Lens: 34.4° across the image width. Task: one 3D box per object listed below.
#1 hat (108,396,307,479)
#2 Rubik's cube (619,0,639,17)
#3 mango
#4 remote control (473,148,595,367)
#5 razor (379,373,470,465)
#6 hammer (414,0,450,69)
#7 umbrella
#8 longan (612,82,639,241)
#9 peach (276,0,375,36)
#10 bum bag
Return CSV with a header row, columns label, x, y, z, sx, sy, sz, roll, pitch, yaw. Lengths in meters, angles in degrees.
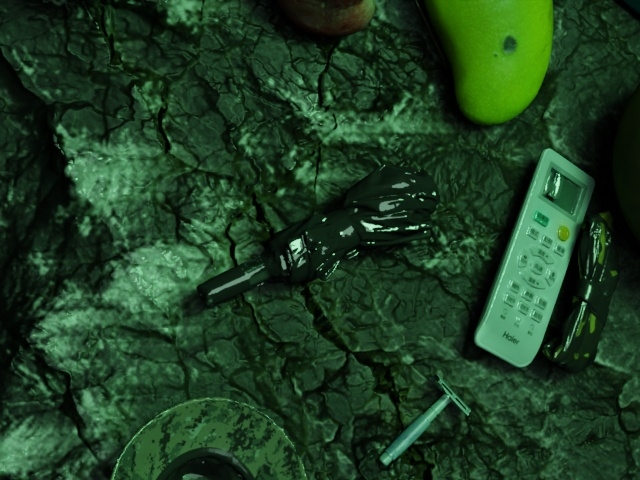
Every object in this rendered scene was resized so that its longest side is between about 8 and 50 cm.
label,x,y,z,sx,sy,sz,roll,pitch,yaw
hat,-0.145,0.328,1.243,0.265,0.128,0.266,7,69,-18
Rubik's cube,0.551,-0.441,1.432,0.250,0.248,0.246,36,79,-9
mango,0.229,-0.303,1.395,0.175,0.143,0.293,-11,97,-13
remote control,0.291,0.024,1.420,0.103,0.051,0.293,30,77,-26
razor,0.130,0.248,1.369,0.135,0.040,0.068,-44,96,-9
hammer,0.151,-0.294,1.435,0.029,0.014,0.123,-27,93,-6
umbrella,0.000,0.000,1.330,0.340,0.118,0.118,-25,91,-11
longan,0.541,-0.112,1.373,0.318,0.319,0.319,1,84,-14
peach,0.005,-0.338,1.341,0.152,0.152,0.152,1,84,-14
bum bag,0.370,0.070,1.424,0.106,0.060,0.233,30,76,-50
